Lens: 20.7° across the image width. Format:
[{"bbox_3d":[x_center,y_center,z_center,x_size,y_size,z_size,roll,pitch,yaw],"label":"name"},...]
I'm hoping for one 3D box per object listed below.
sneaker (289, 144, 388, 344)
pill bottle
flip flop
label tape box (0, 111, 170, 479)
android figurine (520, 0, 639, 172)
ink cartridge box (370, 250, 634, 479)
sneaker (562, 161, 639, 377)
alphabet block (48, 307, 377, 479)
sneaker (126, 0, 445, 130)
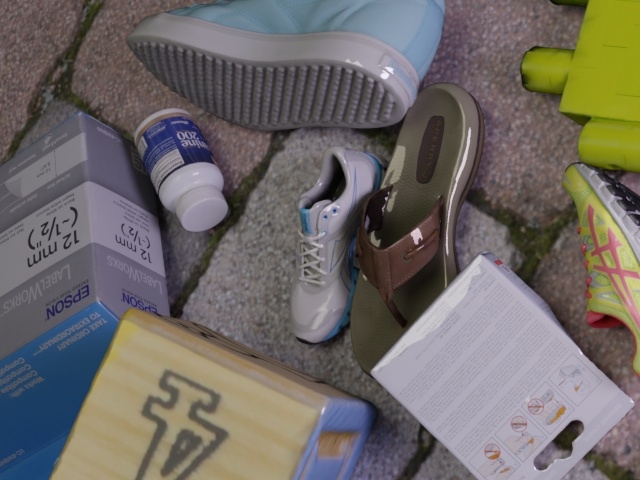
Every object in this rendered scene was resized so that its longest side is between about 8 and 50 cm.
[{"bbox_3d":[0.000,0.000,1.612,0.071,0.083,0.190,9,82,37],"label":"sneaker"},{"bbox_3d":[-0.136,-0.069,1.747,0.067,0.067,0.120,-41,55,19],"label":"pill bottle"},{"bbox_3d":[0.076,-0.011,1.555,0.112,0.080,0.277,10,85,39],"label":"flip flop"},{"bbox_3d":[-0.278,0.080,1.747,0.249,0.115,0.347,-30,49,26],"label":"label tape box"},{"bbox_3d":[0.299,-0.171,1.462,0.273,0.056,0.248,13,83,41],"label":"android figurine"},{"bbox_3d":[0.154,0.119,1.472,0.179,0.045,0.145,44,104,8],"label":"ink cartridge box"},{"bbox_3d":[0.242,0.025,1.421,0.094,0.081,0.208,-42,55,21],"label":"sneaker"},{"bbox_3d":[-0.091,0.187,1.510,0.197,0.192,0.193,24,88,17],"label":"alphabet block"},{"bbox_3d":[-0.026,-0.197,1.689,0.366,0.135,0.150,12,59,39],"label":"sneaker"}]
